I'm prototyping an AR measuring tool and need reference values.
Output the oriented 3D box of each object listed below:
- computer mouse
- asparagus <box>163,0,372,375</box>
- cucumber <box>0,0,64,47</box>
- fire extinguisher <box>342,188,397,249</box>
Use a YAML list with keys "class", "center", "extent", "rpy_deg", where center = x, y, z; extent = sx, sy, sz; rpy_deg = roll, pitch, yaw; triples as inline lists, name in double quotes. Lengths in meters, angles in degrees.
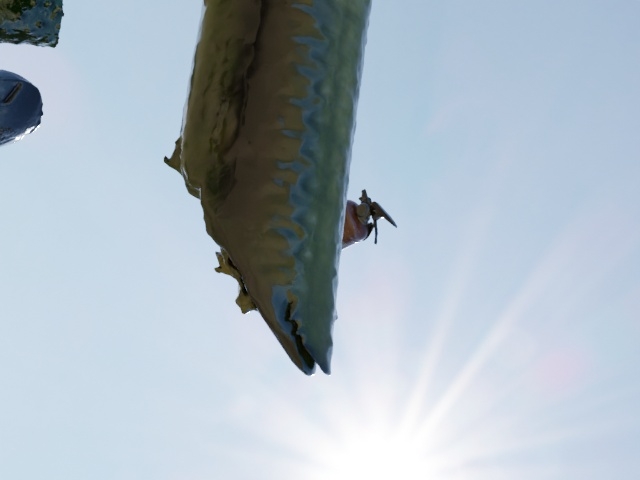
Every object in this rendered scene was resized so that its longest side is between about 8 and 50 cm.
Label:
- class: "computer mouse"
  center: [-0.470, -0.166, 1.536]
  extent: [0.073, 0.217, 0.122]
  rpy_deg: [-91, -173, -48]
- class: "asparagus"
  center: [-0.031, -0.097, 0.781]
  extent: [0.108, 0.128, 0.381]
  rpy_deg: [104, -7, -67]
- class: "cucumber"
  center: [-0.278, -0.202, 1.044]
  extent: [0.035, 0.107, 0.067]
  rpy_deg: [44, -54, 51]
- class: "fire extinguisher"
  center: [0.000, 0.000, 1.256]
  extent: [0.177, 0.050, 0.062]
  rpy_deg: [-26, -116, 27]
